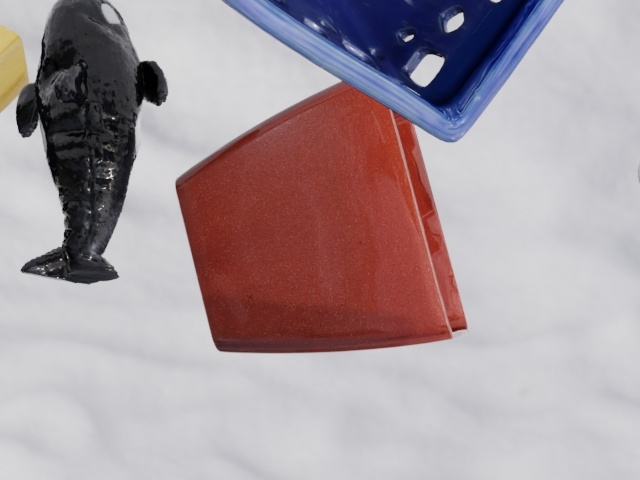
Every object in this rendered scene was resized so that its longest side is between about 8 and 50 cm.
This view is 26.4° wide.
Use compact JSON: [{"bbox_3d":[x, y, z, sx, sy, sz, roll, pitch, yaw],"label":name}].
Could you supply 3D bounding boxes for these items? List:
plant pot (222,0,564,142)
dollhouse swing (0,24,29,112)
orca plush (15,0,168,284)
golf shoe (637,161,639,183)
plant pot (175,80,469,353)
[{"bbox_3d":[0.032,-0.239,0.935,0.236,0.212,0.236,29,98,-37],"label":"plant pot"},{"bbox_3d":[-0.525,-0.211,1.433,0.346,0.305,0.315,30,165,16],"label":"dollhouse swing"},{"bbox_3d":[-0.234,-0.110,1.239,0.151,0.287,0.102,8,165,18],"label":"orca plush"},{"bbox_3d":[0.421,-0.143,1.369,0.115,0.306,0.140,32,138,0],"label":"golf shoe"},{"bbox_3d":[0.000,0.000,1.407,0.235,0.267,0.267,-16,174,9],"label":"plant pot"}]
